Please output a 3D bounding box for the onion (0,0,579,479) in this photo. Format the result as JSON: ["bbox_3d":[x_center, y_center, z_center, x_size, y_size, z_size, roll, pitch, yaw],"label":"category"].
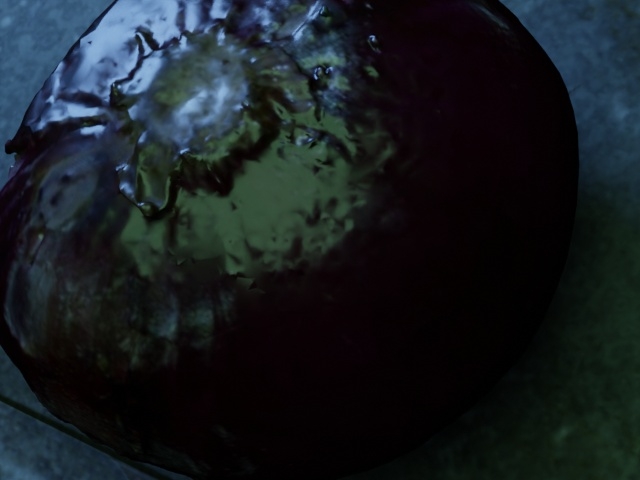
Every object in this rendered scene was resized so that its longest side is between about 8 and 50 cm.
[{"bbox_3d":[0.000,0.000,0.873,0.260,0.282,0.337,35,74,25],"label":"onion"}]
